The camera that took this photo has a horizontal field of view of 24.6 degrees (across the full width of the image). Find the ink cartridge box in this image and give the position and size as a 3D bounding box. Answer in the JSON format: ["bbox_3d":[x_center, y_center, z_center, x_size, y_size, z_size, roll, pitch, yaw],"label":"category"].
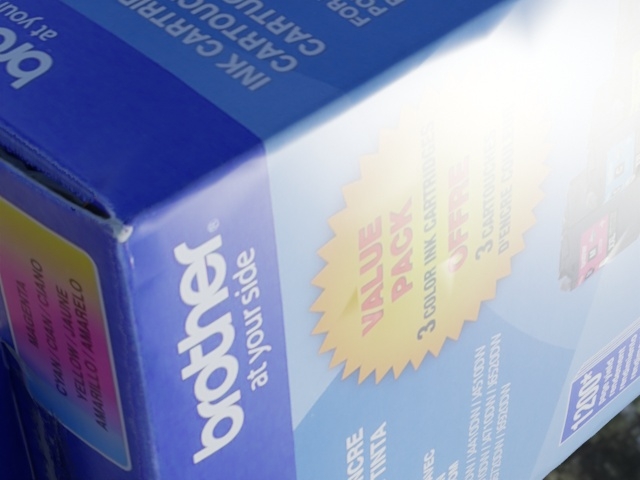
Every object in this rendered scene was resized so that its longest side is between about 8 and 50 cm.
[{"bbox_3d":[0.000,0.000,0.535,0.151,0.395,0.270,35,-36,34],"label":"ink cartridge box"}]
